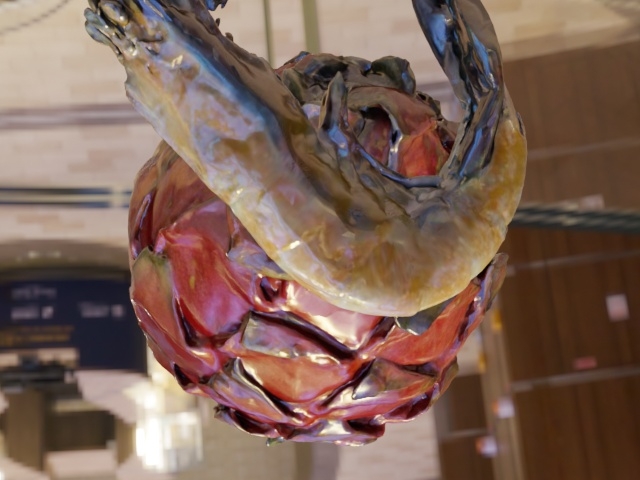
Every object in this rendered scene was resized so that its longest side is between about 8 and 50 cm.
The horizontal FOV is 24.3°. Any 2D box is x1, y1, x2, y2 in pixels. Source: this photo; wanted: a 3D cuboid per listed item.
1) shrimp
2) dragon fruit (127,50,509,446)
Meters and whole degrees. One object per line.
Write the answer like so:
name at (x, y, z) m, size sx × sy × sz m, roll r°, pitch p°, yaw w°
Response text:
shrimp at (0.000, -0.073, 0.626) m, size 0.219 × 0.152 × 0.046 m, roll 42°, pitch 161°, yaw -5°
dragon fruit at (0.000, 0.000, 0.938) m, size 0.244 × 0.244 × 0.299 m, roll 5°, pitch 142°, yaw -21°
